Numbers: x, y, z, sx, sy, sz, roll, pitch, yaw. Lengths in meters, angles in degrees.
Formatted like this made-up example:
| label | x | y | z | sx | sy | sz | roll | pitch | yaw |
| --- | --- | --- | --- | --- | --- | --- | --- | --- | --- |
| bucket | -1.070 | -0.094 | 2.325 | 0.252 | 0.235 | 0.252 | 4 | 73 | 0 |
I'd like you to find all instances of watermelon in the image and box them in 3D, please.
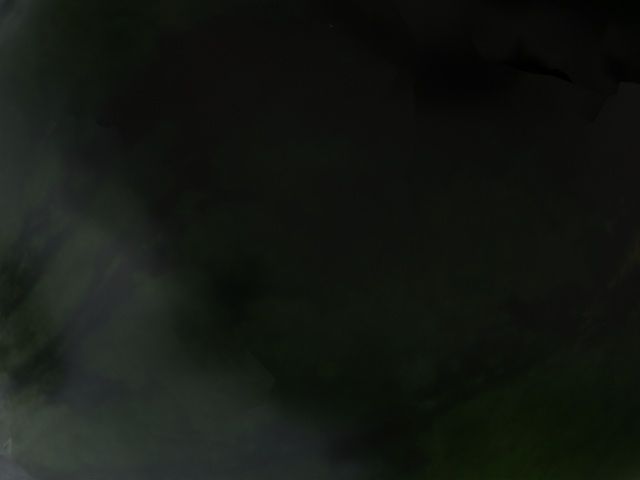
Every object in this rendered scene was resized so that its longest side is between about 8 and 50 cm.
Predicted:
| label | x | y | z | sx | sy | sz | roll | pitch | yaw |
| --- | --- | --- | --- | --- | --- | --- | --- | --- | --- |
| watermelon | -0.003 | 0.003 | 0.457 | 0.242 | 0.242 | 0.242 | 29 | -156 | -15 |
